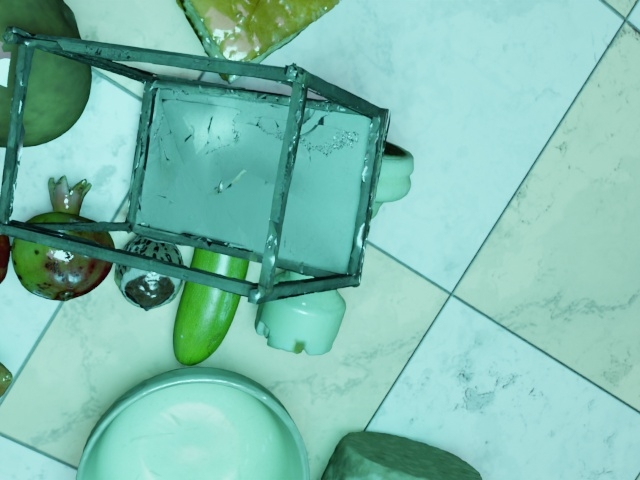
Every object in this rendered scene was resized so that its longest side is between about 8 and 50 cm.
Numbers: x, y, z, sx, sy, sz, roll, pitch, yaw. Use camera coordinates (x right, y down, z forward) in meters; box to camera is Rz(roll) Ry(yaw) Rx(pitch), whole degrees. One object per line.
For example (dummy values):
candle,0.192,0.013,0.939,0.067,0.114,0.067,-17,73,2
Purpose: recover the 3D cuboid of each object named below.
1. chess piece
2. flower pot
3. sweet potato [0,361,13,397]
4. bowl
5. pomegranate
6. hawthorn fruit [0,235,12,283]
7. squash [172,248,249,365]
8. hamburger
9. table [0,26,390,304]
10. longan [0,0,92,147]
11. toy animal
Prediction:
chess piece,0.000,0.000,1.109,0.194,0.194,0.299,10,107,-16
flower pot,0.091,0.467,1.177,0.293,0.293,0.330,13,90,-17
sweet potato,-0.574,0.222,1.039,0.385,0.109,0.109,-18,105,2
bowl,-0.179,0.310,1.125,0.307,0.163,0.307,-3,102,-13
pomegranate,-0.328,0.003,1.057,0.129,0.129,0.159,30,54,-18
hawthorn fruit,-0.459,0.012,1.016,0.172,0.148,0.148,-11,106,-40
squash,-0.140,0.035,1.121,0.082,0.082,0.293,13,96,-17
hamburger,-0.072,-0.313,1.035,0.207,0.135,0.155,-27,112,-3
table,-0.136,-0.081,0.893,0.335,0.272,0.222,12,95,21
longan,-0.377,-0.216,0.953,0.196,0.196,0.220,-15,109,-11
toy animal,-0.227,0.028,1.092,0.098,0.098,0.137,7,93,-16
